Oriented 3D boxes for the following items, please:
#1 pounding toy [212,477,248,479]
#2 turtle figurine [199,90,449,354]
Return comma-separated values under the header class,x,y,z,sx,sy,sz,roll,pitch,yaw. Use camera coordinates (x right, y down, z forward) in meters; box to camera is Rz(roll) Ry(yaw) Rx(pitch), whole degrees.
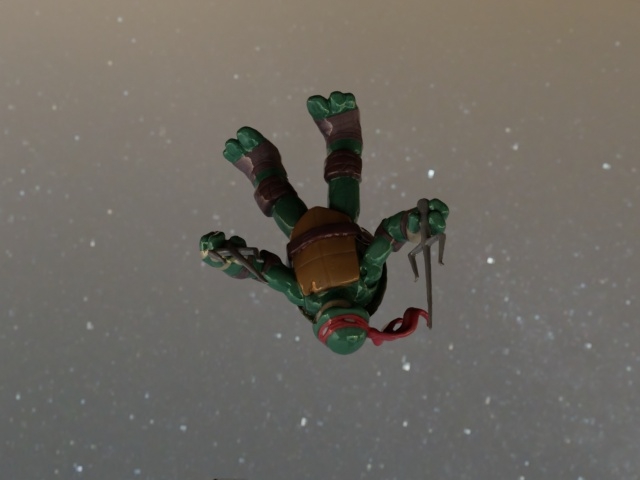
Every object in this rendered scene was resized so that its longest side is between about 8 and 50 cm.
class,x,y,z,sx,sy,sz,roll,pitch,yaw
pounding toy,-0.026,0.204,0.487,0.141,0.100,0.130,38,172,12
turtle figurine,0.000,0.000,0.718,0.175,0.118,0.234,-12,-130,-3
